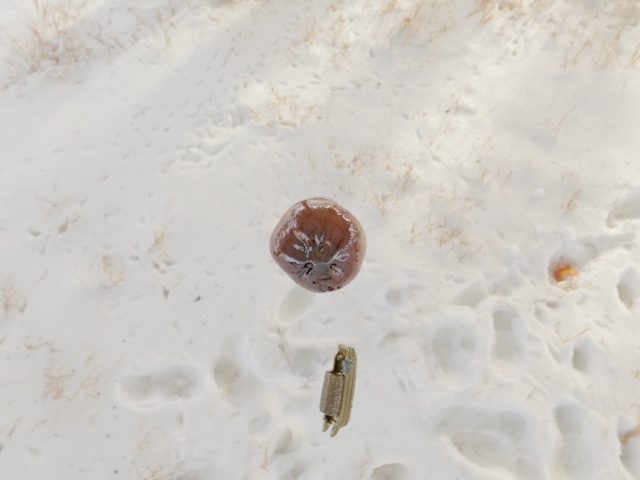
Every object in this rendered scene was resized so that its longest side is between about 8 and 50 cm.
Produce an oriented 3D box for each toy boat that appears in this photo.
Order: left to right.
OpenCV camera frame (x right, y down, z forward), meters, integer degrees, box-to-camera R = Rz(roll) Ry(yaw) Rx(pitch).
[{"bbox_3d":[0.057,0.513,1.533,0.115,0.089,0.310,9,90,-36],"label":"toy boat"}]

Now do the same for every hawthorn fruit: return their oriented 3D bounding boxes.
[{"bbox_3d":[-0.005,-0.003,1.337,0.295,0.295,0.311,-7,46,-4],"label":"hawthorn fruit"}]
